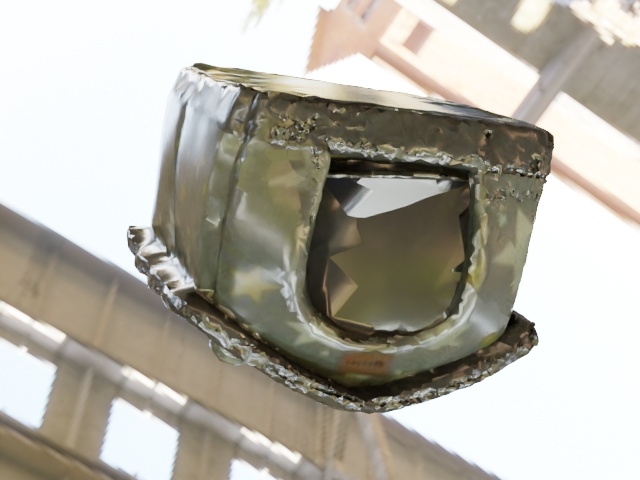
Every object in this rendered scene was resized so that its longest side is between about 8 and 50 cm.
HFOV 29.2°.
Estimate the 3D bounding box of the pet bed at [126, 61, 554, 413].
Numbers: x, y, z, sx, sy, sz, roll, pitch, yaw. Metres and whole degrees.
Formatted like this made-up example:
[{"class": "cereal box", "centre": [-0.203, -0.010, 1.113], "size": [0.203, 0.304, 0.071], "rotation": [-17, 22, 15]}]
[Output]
[{"class": "pet bed", "centre": [0.000, 0.000, 0.634], "size": [0.183, 0.159, 0.211], "rotation": [6, -169, -19]}]
